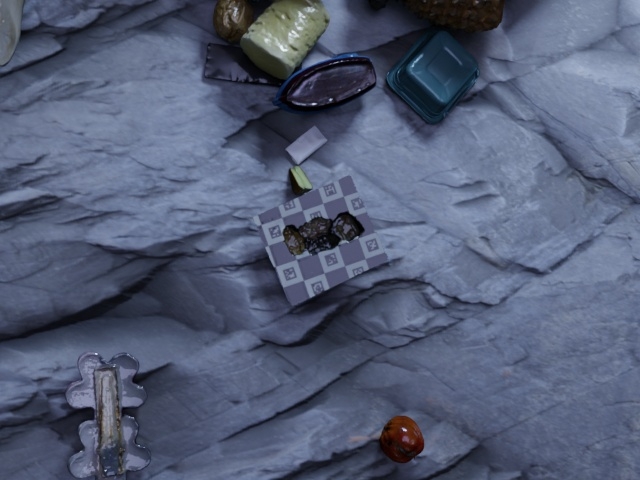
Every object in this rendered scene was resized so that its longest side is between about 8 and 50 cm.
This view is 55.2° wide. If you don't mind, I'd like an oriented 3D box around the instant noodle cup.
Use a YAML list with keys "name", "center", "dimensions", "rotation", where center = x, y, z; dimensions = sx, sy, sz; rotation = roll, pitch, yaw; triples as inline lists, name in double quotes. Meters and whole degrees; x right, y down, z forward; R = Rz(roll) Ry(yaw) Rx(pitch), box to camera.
- name: "instant noodle cup"
  center: [0.249, -0.357, 1.298]
  dimensions: [0.157, 0.070, 0.179]
  rotation: [42, 78, -5]

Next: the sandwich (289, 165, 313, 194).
- name: "sandwich"
  center: [-0.041, -0.112, 1.236]
  dimensions: [0.031, 0.083, 0.044]
  rotation: [-9, 130, -16]

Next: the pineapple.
- name: "pineapple"
  center: [0.206, -0.545, 1.252]
  dimensions: [0.357, 0.223, 0.223]
  rotation: [9, 82, 9]

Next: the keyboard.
- name: "keyboard"
  center: [-0.136, -0.356, 1.257]
  dimensions: [0.196, 0.015, 0.074]
  rotation: [5, 80, -10]

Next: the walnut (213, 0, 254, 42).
- name: "walnut"
  center: [-0.174, -0.450, 1.229]
  dimensions: [0.079, 0.082, 0.096]
  rotation: [20, 79, -36]

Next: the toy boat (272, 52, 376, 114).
- name: "toy boat"
  center: [0.007, -0.313, 1.237]
  dimensions: [0.223, 0.097, 0.100]
  rotation: [-21, 103, -12]

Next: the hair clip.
- name: "hair clip"
  center: [-0.389, 0.329, 1.117]
  dimensions: [0.146, 0.075, 0.257]
  rotation: [-5, 79, -13]

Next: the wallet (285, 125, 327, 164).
- name: "wallet"
  center: [-0.029, -0.196, 1.260]
  dimensions: [0.083, 0.011, 0.044]
  rotation: [-40, 92, -11]

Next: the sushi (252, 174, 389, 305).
- name: "sushi"
  center: [0.000, 0.000, 1.225]
  dimensions: [0.215, 0.050, 0.192]
  rotation: [-24, 89, -3]

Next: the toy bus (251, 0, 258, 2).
- name: "toy bus"
  center: [-0.161, -0.546, 1.203]
  dimensions: [0.195, 0.089, 0.081]
  rotation: [29, 46, 12]

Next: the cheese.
- name: "cheese"
  center: [-0.068, -0.418, 1.225]
  dimensions: [0.123, 0.094, 0.167]
  rotation: [38, 72, -9]

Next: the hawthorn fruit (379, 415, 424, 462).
- name: "hawthorn fruit"
  center: [0.162, 0.393, 1.199]
  dimensions: [0.093, 0.093, 0.093]
  rotation: [1, 84, -10]

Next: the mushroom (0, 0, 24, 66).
- name: "mushroom"
  center: [-0.599, -0.453, 1.146]
  dimensions: [0.108, 0.096, 0.247]
  rotation: [12, 78, 17]
